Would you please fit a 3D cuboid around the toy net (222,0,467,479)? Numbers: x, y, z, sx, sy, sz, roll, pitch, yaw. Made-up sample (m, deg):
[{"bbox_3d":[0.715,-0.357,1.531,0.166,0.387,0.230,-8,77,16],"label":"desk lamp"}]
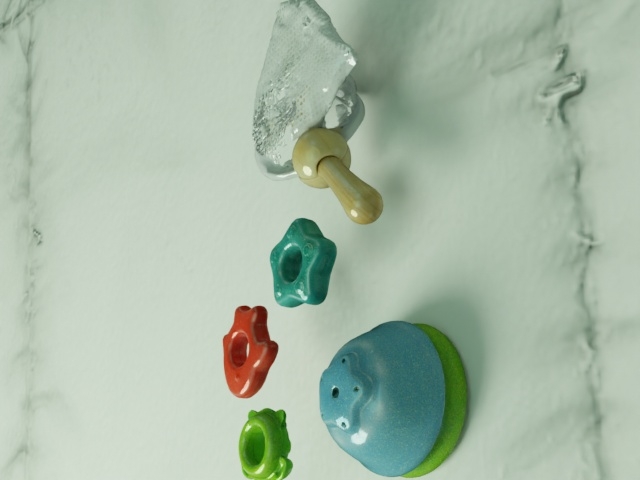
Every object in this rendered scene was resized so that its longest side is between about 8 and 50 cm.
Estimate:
[{"bbox_3d":[0.000,0.000,0.564,0.122,0.045,0.232,-31,58,48],"label":"toy net"}]
